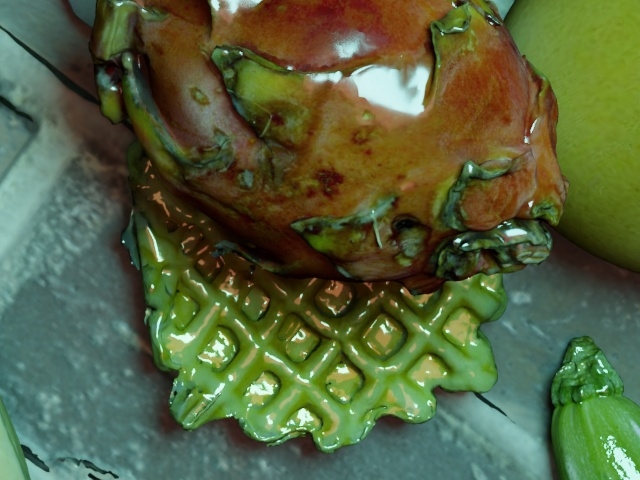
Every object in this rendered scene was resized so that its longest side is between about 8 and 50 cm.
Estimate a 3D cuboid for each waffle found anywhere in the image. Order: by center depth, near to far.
[{"bbox_3d":[0.000,0.000,1.220,0.297,0.073,0.317,-8,96,-7],"label":"waffle"}]

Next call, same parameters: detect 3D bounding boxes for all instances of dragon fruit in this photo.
[{"bbox_3d":[0.007,-0.090,1.053,0.315,0.250,0.250,6,97,9],"label":"dragon fruit"}]

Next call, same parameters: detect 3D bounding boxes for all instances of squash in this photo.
[{"bbox_3d":[0.214,0.145,1.271,0.105,0.105,0.132,-27,88,-5],"label":"squash"}]

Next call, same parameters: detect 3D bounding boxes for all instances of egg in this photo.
[{"bbox_3d":[0.275,-0.091,1.161,0.322,0.250,0.250,21,94,-14],"label":"egg"}]

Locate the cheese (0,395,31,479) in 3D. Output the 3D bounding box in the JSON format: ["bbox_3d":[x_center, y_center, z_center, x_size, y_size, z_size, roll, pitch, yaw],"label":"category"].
[{"bbox_3d":[-0.358,0.115,1.152,0.242,0.124,0.266,-21,101,-9],"label":"cheese"}]

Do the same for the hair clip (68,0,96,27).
[{"bbox_3d":[-0.217,-0.242,1.123,0.257,0.146,0.075,30,51,-16],"label":"hair clip"}]
